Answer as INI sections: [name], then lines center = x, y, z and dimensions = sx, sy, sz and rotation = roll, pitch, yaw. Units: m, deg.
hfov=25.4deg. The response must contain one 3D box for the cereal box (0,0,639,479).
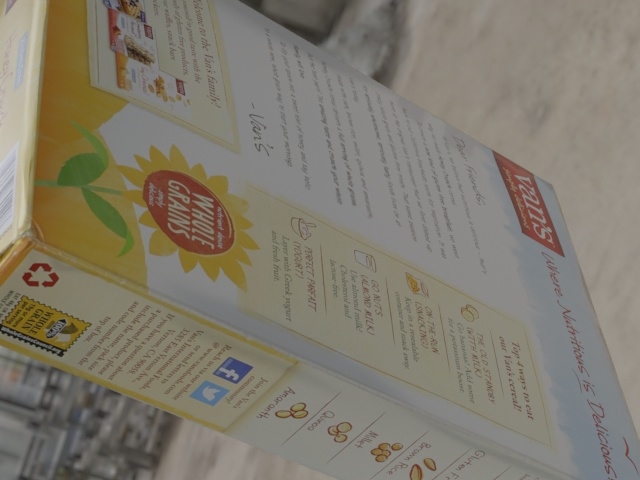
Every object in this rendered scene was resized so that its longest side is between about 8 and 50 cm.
[cereal box]
center = 0.000, 0.000, 0.479
dimensions = 0.047, 0.240, 0.173
rotation = -45, 33, 29
